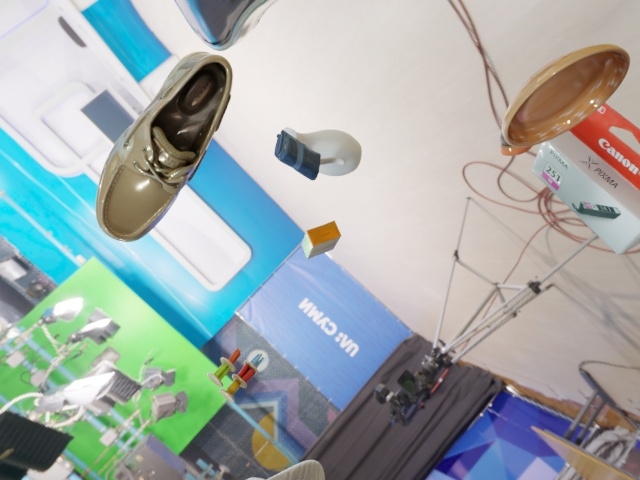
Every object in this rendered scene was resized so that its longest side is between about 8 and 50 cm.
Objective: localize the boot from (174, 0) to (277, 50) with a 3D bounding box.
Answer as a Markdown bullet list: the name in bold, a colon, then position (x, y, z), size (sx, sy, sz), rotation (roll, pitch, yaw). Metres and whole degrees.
- **boot**: position (-0.016, -0.222, 0.279), size (0.244, 0.176, 0.088), rotation (27, 157, 56)

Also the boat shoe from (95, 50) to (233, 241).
- **boat shoe**: position (-0.247, -0.140, 0.635), size (0.121, 0.341, 0.110), rotation (26, -172, -30)

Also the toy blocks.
- **toy blocks**: position (-0.224, 0.348, 1.123), size (0.054, 0.148, 0.123), rotation (7, 131, 39)

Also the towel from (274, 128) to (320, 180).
- **towel**: position (-0.046, -0.178, 0.868), size (0.029, 0.067, 0.119), rotation (-13, 153, 39)

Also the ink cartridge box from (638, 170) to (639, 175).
- **ink cartridge box**: position (0.578, -0.091, 0.536), size (0.208, 0.087, 0.153), rotation (28, -173, 14)

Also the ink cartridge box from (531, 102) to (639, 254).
- **ink cartridge box**: position (0.567, -0.136, 0.830), size (0.275, 0.060, 0.239), rotation (61, 180, 31)

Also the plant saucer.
- **plant saucer**: position (0.389, -0.235, 0.668), size (0.200, 0.200, 0.037), rotation (73, 177, -64)

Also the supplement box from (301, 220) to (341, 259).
- **supplement box**: position (0.000, 0.000, 0.819), size (0.098, 0.062, 0.036), rotation (116, 132, -70)

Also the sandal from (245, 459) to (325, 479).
- **sandal**: position (-0.111, 0.497, 0.770), size (0.076, 0.265, 0.102), rotation (-30, 70, 50)

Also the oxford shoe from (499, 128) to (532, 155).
- **oxford shoe**: position (0.580, -0.336, 1.138), size (0.097, 0.271, 0.098), rotation (9, 131, 42)

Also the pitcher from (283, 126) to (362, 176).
- **pitcher**: position (0.011, -0.229, 1.091), size (0.178, 0.207, 0.125), rotation (-120, 41, -51)
